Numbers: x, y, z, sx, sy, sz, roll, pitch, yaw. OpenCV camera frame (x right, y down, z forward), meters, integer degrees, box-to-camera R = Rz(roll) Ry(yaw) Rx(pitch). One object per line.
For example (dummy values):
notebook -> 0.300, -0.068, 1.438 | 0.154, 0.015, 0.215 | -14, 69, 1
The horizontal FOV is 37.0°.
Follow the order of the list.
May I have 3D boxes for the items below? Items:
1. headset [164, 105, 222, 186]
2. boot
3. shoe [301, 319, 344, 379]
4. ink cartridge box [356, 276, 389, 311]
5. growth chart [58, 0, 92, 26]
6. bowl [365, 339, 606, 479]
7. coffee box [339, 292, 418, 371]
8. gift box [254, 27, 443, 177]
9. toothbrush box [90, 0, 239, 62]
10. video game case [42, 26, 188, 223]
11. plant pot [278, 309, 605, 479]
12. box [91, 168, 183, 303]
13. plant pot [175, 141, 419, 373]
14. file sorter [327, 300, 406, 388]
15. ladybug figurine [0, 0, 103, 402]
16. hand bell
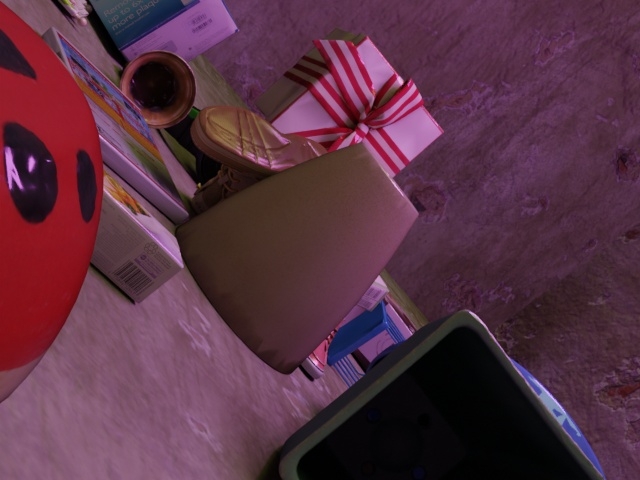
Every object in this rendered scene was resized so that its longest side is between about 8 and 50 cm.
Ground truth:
headset -> -0.148, -0.106, 1.719 | 0.394, 0.185, 0.243 | 38, 8, 13
boot -> -0.132, -0.095, 1.407 | 0.262, 0.203, 0.095 | 13, 56, -48
shoe -> -0.004, 0.137, 1.454 | 0.063, 0.081, 0.178 | 49, 7, -23
ink cartridge box -> 0.000, 0.000, 1.584 | 0.171, 0.056, 0.235 | 26, 22, -41
growth chart -> -0.469, -0.459, 1.700 | 0.172, 0.021, 0.237 | 51, 5, -19
bowl -> 0.216, 0.293, 1.266 | 0.391, 0.077, 0.391 | 40, -33, 32
coffee box -> 0.110, 0.172, 1.889 | 0.297, 0.118, 0.168 | 53, 5, 10
gift box -> 0.026, -0.223, 1.700 | 0.276, 0.255, 0.258 | 42, 4, -22
toothbrush box -> -0.326, -0.474, 1.850 | 0.296, 0.216, 0.126 | 57, -2, 33
video game case -> -0.289, -0.164, 1.340 | 0.204, 0.025, 0.285 | 45, 10, -44
plant pot -> 0.107, 0.241, 1.045 | 0.247, 0.247, 0.252 | 52, -9, -3
box -> -0.255, -0.068, 0.889 | 0.324, 0.067, 0.063 | 47, 7, -33
plant pot -> -0.011, -0.001, 1.308 | 0.256, 0.274, 0.256 | 51, 7, -9
file sorter -> 0.089, 0.193, 1.651 | 0.104, 0.118, 0.170 | 54, 6, -6
ladybug figurine -> -0.238, -0.053, 0.500 | 0.305, 0.162, 0.449 | 52, 7, -5
hand bell -> -0.305, -0.277, 1.631 | 0.126, 0.126, 0.242 | 48, -5, -29
